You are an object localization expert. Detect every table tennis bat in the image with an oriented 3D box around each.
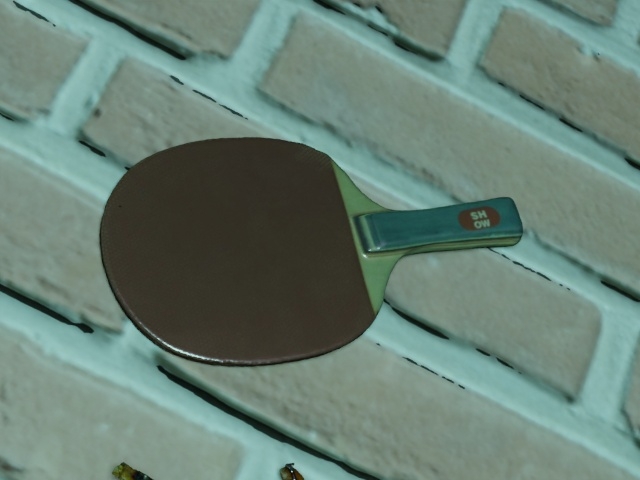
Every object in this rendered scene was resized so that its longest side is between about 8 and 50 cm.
[{"bbox_3d":[0.000,0.000,0.897,0.274,0.021,0.154,-6,65,-21],"label":"table tennis bat"}]

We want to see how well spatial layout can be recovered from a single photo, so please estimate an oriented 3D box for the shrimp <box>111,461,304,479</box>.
[{"bbox_3d":[-0.052,0.148,0.791,0.127,0.025,0.091,35,56,-4],"label":"shrimp"}]
